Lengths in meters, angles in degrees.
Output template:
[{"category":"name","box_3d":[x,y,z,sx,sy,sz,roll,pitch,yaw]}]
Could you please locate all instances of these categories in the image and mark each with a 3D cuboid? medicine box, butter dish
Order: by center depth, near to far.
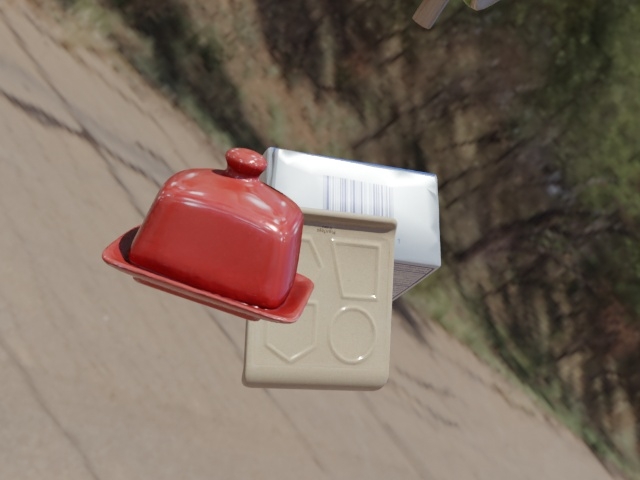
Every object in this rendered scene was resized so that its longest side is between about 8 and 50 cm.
[{"category":"butter dish","box_3d":[-0.073,-0.016,0.998,0.160,0.118,0.160,18,11,2]},{"category":"medicine box","box_3d":[0.000,0.000,1.864,0.289,0.263,0.149,138,-43,-62]}]

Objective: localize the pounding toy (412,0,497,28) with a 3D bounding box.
[{"category":"pounding toy","box_3d":[0.140,-0.283,1.003,0.110,0.183,0.237,46,33,7]}]

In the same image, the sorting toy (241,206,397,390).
[{"category":"sorting toy","box_3d":[-0.002,0.069,1.453,0.193,0.208,0.038,6,-1,-30]}]
